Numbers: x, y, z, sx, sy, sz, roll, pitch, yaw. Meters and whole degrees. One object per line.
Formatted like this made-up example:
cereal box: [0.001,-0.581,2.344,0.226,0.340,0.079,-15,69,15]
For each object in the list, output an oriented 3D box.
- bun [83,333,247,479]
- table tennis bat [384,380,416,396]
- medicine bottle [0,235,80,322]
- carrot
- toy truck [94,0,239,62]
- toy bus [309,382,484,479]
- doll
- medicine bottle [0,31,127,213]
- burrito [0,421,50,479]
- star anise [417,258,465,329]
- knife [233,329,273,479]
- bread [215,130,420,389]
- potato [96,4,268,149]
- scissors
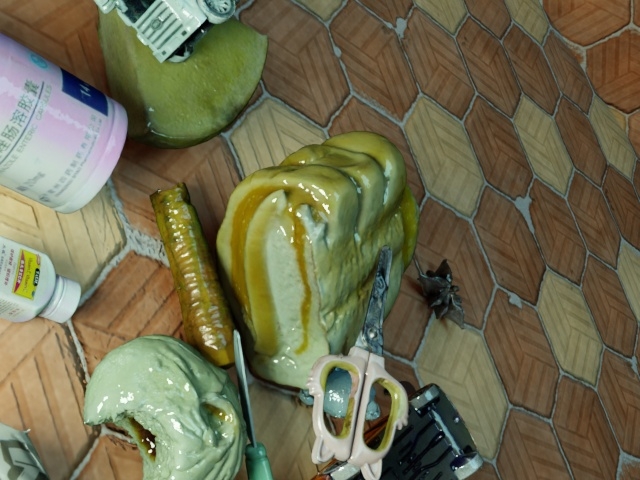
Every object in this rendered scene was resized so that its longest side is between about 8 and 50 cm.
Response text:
bun: [-0.167,0.209,1.052,0.212,0.126,0.203,41,40,-27]
table tennis bat: [0.133,0.252,1.482,0.083,0.007,0.050,22,54,-44]
medicine bottle: [-0.331,0.050,1.006,0.118,0.055,0.074,29,48,-38]
carrot: [-0.166,0.047,1.194,0.070,0.070,0.260,-2,70,-51]
toy truck: [-0.173,-0.379,1.202,0.184,0.133,0.338,44,51,-15]
toy bus: [0.091,0.330,1.264,0.329,0.153,0.143,-28,84,-52]
doll: [0.033,0.203,1.353,0.120,0.075,0.179,14,26,-1]
medicine bottle: [-0.360,-0.147,1.006,0.254,0.152,0.152,29,49,-38]
burrito: [-0.260,0.370,0.867,0.445,0.101,0.139,62,26,1]
star anise: [0.229,0.105,1.642,0.124,0.056,0.129,-23,87,-54]
knife: [-0.087,0.238,1.144,0.035,0.063,0.260,-9,93,-12]
bread: [0.000,0.000,1.299,0.341,0.210,0.300,-40,134,-47]
potato: [-0.224,-0.226,1.256,0.269,0.112,0.255,24,56,-25]
scissors: [0.061,0.145,1.173,0.160,0.024,0.317,26,61,-25]
